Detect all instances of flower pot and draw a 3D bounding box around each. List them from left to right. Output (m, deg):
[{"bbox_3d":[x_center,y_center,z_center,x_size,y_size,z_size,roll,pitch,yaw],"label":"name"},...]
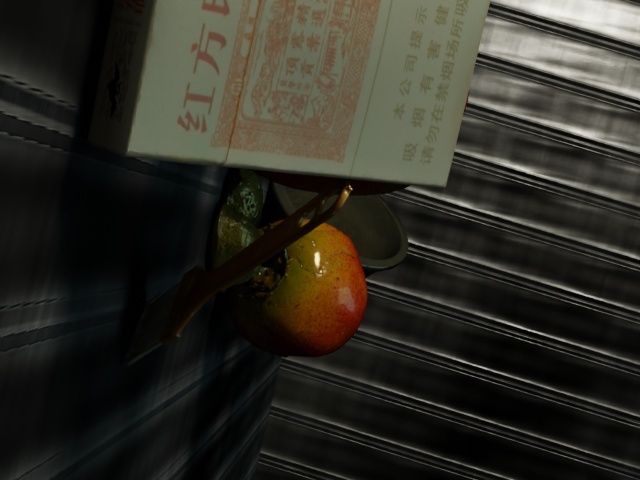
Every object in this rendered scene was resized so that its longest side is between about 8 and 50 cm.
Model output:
[{"bbox_3d":[0.000,0.000,2.183,0.166,0.269,0.269,-54,-170,33],"label":"flower pot"}]

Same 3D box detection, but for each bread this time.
[{"bbox_3d":[-0.101,-0.013,1.650,0.188,0.065,0.149,94,4,-58],"label":"bread"}]

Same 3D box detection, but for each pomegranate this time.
[{"bbox_3d":[-0.038,0.065,1.814,0.235,0.210,0.210,40,61,-57],"label":"pomegranate"}]

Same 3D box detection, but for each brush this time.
[{"bbox_3d":[-0.075,0.024,1.127,0.314,0.017,0.090,-34,-152,40],"label":"brush"}]

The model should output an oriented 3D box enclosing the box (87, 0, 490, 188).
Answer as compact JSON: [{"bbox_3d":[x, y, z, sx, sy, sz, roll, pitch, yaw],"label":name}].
[{"bbox_3d":[-0.005,-0.153,0.983,0.365,0.051,0.204,2,104,-47],"label":"box"}]

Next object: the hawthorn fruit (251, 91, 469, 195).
[{"bbox_3d":[0.006,-0.179,1.227,0.275,0.299,0.275,-21,-116,54],"label":"hawthorn fruit"}]
